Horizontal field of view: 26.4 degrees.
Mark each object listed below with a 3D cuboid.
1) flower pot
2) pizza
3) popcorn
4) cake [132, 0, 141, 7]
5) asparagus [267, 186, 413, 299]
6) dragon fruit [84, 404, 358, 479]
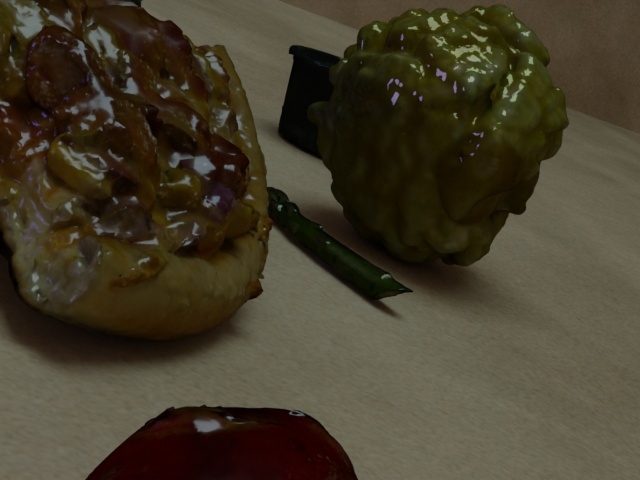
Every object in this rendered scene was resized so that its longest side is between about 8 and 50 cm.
[{"bbox_3d":[0.022,-0.153,1.604,0.158,0.106,0.157,18,14,-5],"label":"flower pot"},{"bbox_3d":[-0.133,-0.070,0.914,0.277,0.114,0.409,48,19,-8],"label":"pizza"},{"bbox_3d":[0.117,-0.100,1.267,0.249,0.249,0.225,31,27,31],"label":"popcorn"},{"bbox_3d":[-0.300,-0.247,1.376,0.172,0.158,0.283,14,19,-28],"label":"cake"},{"bbox_3d":[0.001,-0.001,1.165,0.034,0.027,0.236,17,14,-40],"label":"asparagus"},{"bbox_3d":[-0.053,0.135,0.449,0.125,0.125,0.246,51,34,2],"label":"dragon fruit"}]
